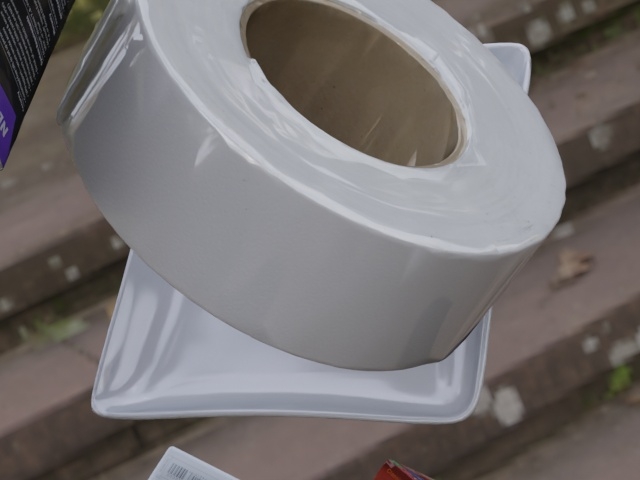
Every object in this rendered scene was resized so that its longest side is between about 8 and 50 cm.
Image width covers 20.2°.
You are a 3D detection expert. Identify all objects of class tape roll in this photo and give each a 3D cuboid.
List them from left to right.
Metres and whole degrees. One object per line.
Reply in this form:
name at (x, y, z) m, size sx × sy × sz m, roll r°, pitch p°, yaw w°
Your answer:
tape roll at (-0.003, -0.061, 1.037) m, size 0.100 × 0.286 × 0.286 m, roll -55°, pitch -6°, yaw 33°

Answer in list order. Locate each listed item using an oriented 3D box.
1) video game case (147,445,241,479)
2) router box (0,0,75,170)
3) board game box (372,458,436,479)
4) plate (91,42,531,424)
video game case at (-0.100, 0.292, 1.583) m, size 0.190 × 0.022 × 0.173 m, roll 23°, pitch 66°, yaw 23°
router box at (-0.275, -0.138, 0.896) m, size 0.309 × 0.081 × 0.243 m, roll -1°, pitch 45°, yaw 15°
board game box at (0.166, 0.254, 1.237) m, size 0.281 × 0.145 × 0.027 m, roll 38°, pitch 92°, yaw 36°
plate at (0.000, 0.000, 1.206) m, size 0.278 × 0.045 × 0.277 m, roll -2°, pitch 61°, yaw 26°
